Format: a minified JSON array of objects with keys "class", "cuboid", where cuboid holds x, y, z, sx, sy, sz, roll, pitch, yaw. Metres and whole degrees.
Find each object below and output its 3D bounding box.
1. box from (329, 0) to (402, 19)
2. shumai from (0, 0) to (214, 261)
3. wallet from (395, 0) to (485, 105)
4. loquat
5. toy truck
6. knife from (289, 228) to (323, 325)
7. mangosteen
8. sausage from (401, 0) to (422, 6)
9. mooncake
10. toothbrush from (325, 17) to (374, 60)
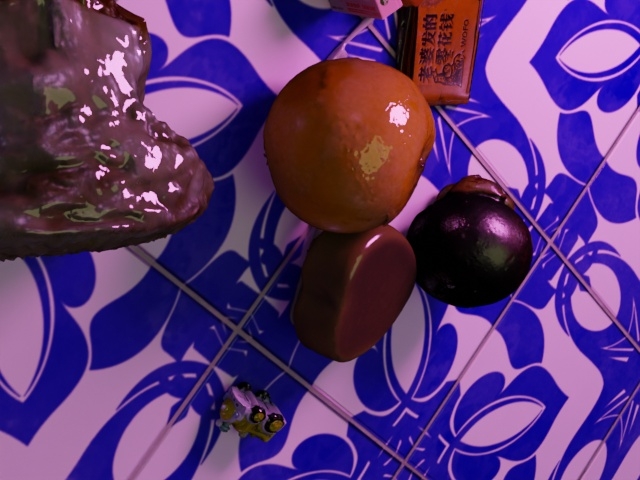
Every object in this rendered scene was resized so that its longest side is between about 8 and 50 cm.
[{"class":"box","cuboid":[0.054,-0.376,1.702,0.043,0.125,0.089,-39,124,-21]},{"class":"shumai","cuboid":[-0.325,-0.139,1.397,0.398,0.324,0.323,-10,97,-41]},{"class":"wallet","cuboid":[0.193,-0.313,1.887,0.161,0.042,0.195,-8,110,-37]},{"class":"loquat","cuboid":[0.043,-0.133,1.691,0.263,0.263,0.263,-14,113,-34]},{"class":"toy truck","cuboid":[-0.115,0.276,1.833,0.111,0.076,0.077,30,106,-40]},{"class":"knife","cuboid":[0.001,0.001,1.858,0.043,0.020,0.293,12,99,-45]},{"class":"mangosteen","cuboid":[0.252,-0.012,1.951,0.211,0.211,0.250,45,47,-39]},{"class":"sausage","cuboid":[0.123,-0.451,1.756,0.076,0.076,0.197,-12,104,-35]},{"class":"mooncake","cuboid":[0.055,0.067,1.847,0.235,0.117,0.234,-38,140,-41]},{"class":"toothbrush","cuboid":[0.091,-0.361,1.806,0.257,0.018,0.024,-52,132,-12]}]
